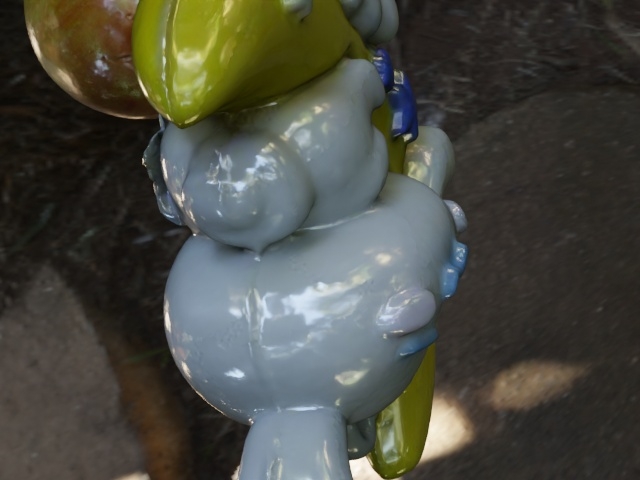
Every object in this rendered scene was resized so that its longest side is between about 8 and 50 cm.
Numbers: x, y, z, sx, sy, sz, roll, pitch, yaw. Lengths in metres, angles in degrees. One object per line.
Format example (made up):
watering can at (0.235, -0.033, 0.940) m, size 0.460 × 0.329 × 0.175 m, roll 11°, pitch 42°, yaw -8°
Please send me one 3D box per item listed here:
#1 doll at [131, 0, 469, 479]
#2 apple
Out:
doll at (0.000, 0.000, 0.564) m, size 0.111 × 0.252 × 0.237 m, roll -7°, pitch 109°, yaw 14°
apple at (-0.150, -0.193, 1.228) m, size 0.196 × 0.196 × 0.196 m, roll 3°, pitch 98°, yaw 23°
